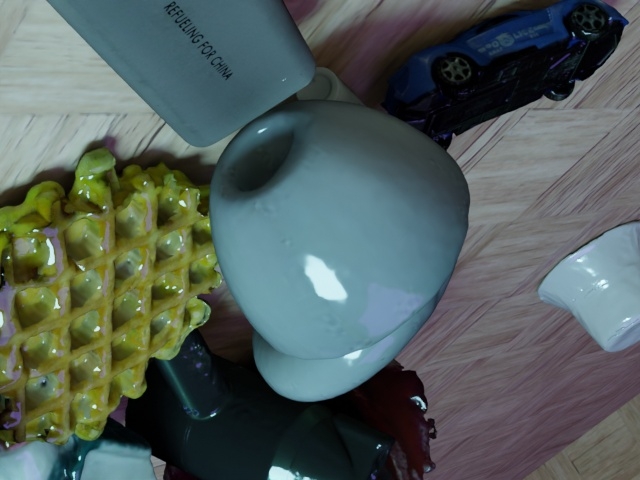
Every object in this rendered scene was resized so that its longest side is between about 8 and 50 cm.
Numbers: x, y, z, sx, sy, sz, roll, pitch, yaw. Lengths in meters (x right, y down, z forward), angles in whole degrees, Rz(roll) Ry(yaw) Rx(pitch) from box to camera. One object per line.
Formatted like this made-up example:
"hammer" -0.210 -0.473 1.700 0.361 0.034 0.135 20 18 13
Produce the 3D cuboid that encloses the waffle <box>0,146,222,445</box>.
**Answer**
"waffle" -0.168 0.045 0.904 0.238 0.059 0.243 -56 146 1

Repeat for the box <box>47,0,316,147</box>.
"box" -0.079 -0.133 0.702 0.103 0.055 0.243 -32 160 3

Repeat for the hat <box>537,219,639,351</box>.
"hat" 0.411 0.076 1.737 0.203 0.126 0.203 -24 155 -12

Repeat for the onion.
"onion" -0.041 0.209 1.296 0.146 0.314 0.280 38 86 -42

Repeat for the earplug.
"earplug" 0.011 0.007 0.932 0.214 0.175 0.325 -56 172 -12

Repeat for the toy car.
"toy car" 0.143 -0.138 0.978 0.216 0.063 0.103 -25 159 -19

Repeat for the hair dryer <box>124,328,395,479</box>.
"hair dryer" -0.076 0.133 1.092 0.116 0.244 0.302 -58 150 -24

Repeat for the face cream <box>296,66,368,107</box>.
"face cream" 0.019 -0.095 0.948 0.034 0.034 0.130 -35 160 10

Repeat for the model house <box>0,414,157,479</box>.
"model house" -0.257 0.213 1.062 0.271 0.190 0.301 -34 131 -33
